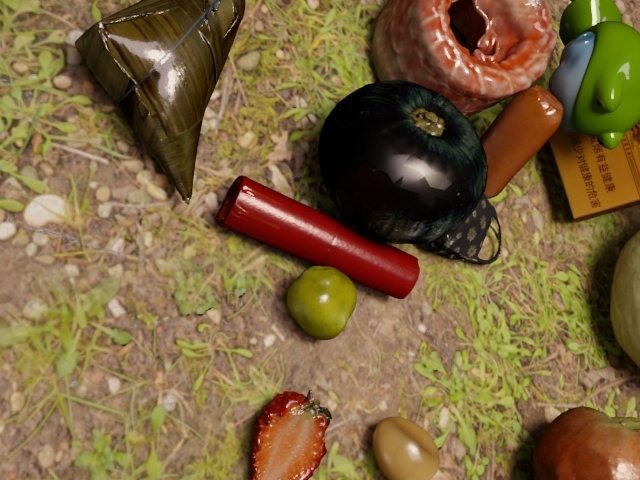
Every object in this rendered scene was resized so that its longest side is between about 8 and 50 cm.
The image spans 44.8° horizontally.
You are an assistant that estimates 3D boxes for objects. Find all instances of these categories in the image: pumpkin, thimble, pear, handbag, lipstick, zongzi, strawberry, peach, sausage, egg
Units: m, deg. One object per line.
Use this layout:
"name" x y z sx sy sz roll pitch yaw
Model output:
"pumpkin" 0.107 -0.106 1.026 0.233 0.163 0.233 13 51 -16
"thimble" 0.209 -0.296 1.132 0.239 0.162 0.239 5 78 -24
"pear" 0.000 0.081 1.004 0.092 0.092 0.096 2 96 -25
"handbag" 0.218 -0.011 1.141 0.139 0.072 0.115 36 68 -30
"lipstick" 0.001 -0.001 1.026 0.280 0.073 0.073 24 70 -20
"zongzi" -0.151 -0.202 0.977 0.221 0.112 0.242 -39 105 -27
"strawberry" -0.046 0.256 0.968 0.104 0.048 0.152 36 81 -22
"peach" 0.397 0.355 1.070 0.214 0.214 0.235 4 98 -25
"sausage" 0.268 -0.136 1.118 0.076 0.197 0.076 18 44 -18
"egg" 0.109 0.276 1.016 0.080 0.080 0.096 -44 104 -26

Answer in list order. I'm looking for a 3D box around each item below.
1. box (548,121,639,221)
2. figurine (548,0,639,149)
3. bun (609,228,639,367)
"box" 0.500 -0.150 1.185 0.076 0.274 0.174 5 69 -67
"figurine" 0.401 -0.262 1.122 0.143 0.162 0.263 -3 56 14
"bun" 0.615 0.080 1.223 0.361 0.213 0.360 -1 94 -18
